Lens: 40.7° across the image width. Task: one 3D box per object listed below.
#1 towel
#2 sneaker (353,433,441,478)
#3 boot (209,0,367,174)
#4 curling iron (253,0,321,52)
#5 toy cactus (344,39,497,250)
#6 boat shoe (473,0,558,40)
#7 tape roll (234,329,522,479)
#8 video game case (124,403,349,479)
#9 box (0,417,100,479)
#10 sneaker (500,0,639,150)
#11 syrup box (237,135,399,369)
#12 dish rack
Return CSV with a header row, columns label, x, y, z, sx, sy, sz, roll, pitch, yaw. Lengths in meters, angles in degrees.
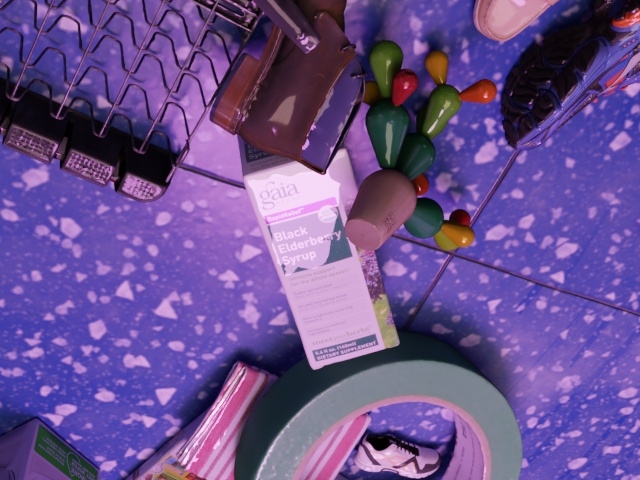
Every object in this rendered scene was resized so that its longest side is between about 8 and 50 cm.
label,x,y,z,sx,sy,sz,roll,pitch,yaw
towel,-0.050,0.228,0.998,0.197,0.029,0.144,28,101,-29
sneaker,0.097,0.261,1.052,0.109,0.040,0.043,6,122,-11
boot,0.012,-0.160,0.694,0.106,0.082,0.219,35,103,2
curling iron,-0.088,-0.243,0.603,0.068,0.035,0.274,-14,120,48
toy cactus,0.083,-0.057,0.749,0.112,0.180,0.218,9,134,27
boat shoe,0.191,-0.232,0.707,0.063,0.059,0.170,26,118,-22
tape roll,0.067,0.260,0.970,0.322,0.077,0.321,-6,111,-16
video game case,-0.112,0.315,1.074,0.227,0.026,0.206,36,114,-28
box,-0.390,0.366,0.950,0.262,0.231,0.126,-28,124,13
sneaker,0.252,-0.156,0.759,0.087,0.083,0.221,28,121,-33
syrup box,0.000,0.000,0.824,0.093,0.096,0.236,-16,126,2
dish rack,-0.167,-0.168,0.704,0.208,0.074,0.271,23,117,-23
